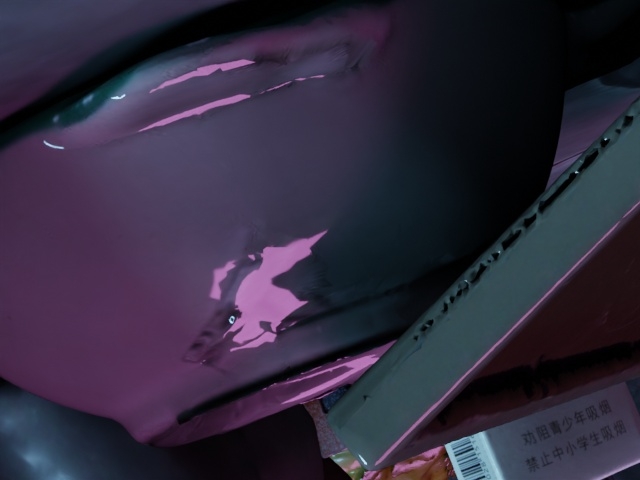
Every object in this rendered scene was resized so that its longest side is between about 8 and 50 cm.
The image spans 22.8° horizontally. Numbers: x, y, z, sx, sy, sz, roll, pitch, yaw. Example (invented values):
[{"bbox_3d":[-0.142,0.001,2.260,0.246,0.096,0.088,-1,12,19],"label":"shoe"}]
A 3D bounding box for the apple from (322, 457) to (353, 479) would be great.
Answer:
[{"bbox_3d":[-0.096,0.233,1.041,0.235,0.306,0.305,-49,164,15],"label":"apple"}]

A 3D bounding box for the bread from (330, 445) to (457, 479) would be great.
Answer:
[{"bbox_3d":[0.027,0.215,1.595,0.277,0.167,0.324,-20,173,-10],"label":"bread"}]

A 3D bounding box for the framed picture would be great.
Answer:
[{"bbox_3d":[0.152,-0.038,0.478,0.247,0.022,0.335,-47,163,18],"label":"framed picture"}]

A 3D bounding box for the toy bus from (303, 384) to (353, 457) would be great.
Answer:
[{"bbox_3d":[0.088,0.062,1.000,0.235,0.096,0.073,-24,172,11],"label":"toy bus"}]

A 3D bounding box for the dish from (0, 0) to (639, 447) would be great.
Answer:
[{"bbox_3d":[0.000,0.000,0.443,0.246,0.078,0.224,-20,170,-10],"label":"dish"}]

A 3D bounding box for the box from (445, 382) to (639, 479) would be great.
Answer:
[{"bbox_3d":[0.102,0.063,0.843,0.100,0.152,0.048,-16,168,-31],"label":"box"}]

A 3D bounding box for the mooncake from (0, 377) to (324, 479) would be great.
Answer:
[{"bbox_3d":[-0.123,0.127,0.807,0.245,0.133,0.245,-28,174,-3],"label":"mooncake"}]
